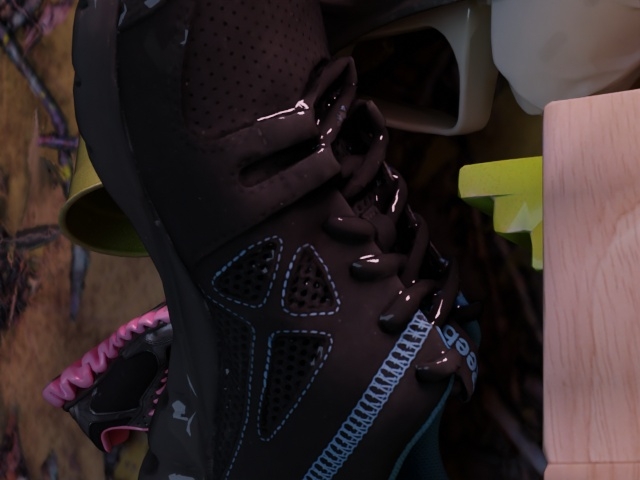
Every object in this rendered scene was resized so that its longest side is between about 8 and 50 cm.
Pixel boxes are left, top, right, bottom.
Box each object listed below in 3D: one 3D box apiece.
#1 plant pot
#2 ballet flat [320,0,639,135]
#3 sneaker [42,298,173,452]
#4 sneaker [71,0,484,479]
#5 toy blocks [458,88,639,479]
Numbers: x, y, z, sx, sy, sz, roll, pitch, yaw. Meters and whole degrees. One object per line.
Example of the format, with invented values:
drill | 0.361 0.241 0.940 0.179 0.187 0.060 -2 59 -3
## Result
plant pot | -0.086 -0.045 0.763 0.083 0.083 0.079 -30 56 39
ballet flat | 0.073 -0.092 0.604 0.280 0.095 0.096 -5 95 54
sneaker | -0.085 0.068 0.782 0.119 0.047 0.057 -36 86 38
sneaker | 0.000 0.000 0.607 0.139 0.125 0.341 7 119 26
toy blocks | 0.201 0.087 0.356 0.381 0.190 0.261 -5 76 29
